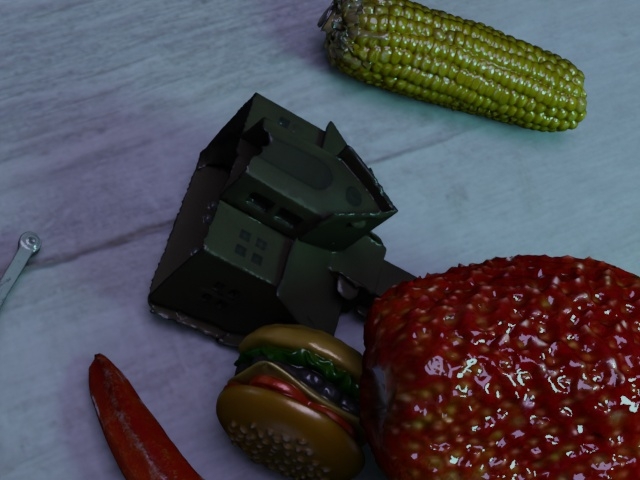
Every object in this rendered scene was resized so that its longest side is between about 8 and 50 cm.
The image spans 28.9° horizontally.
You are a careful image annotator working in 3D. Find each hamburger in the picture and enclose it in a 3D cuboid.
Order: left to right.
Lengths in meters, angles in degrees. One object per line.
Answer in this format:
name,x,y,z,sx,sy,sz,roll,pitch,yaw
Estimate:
hamburger,-0.017,0.148,1.126,0.162,0.162,0.115,27,60,1

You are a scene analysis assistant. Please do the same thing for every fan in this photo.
fan,-0.325,0.108,1.147,0.057,0.023,0.282,25,60,2

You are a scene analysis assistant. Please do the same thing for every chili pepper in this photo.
chili pepper,-0.138,0.209,1.115,0.063,0.071,0.272,-46,71,10

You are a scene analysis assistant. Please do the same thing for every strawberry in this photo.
strawberry,0.178,0.153,1.084,0.351,0.267,0.312,15,69,-41

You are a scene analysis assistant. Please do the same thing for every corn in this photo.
corn,0.150,-0.198,1.388,0.317,0.115,0.115,15,59,-6

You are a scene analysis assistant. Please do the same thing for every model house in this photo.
model house,0.000,0.000,1.203,0.243,0.204,0.211,28,57,-18
